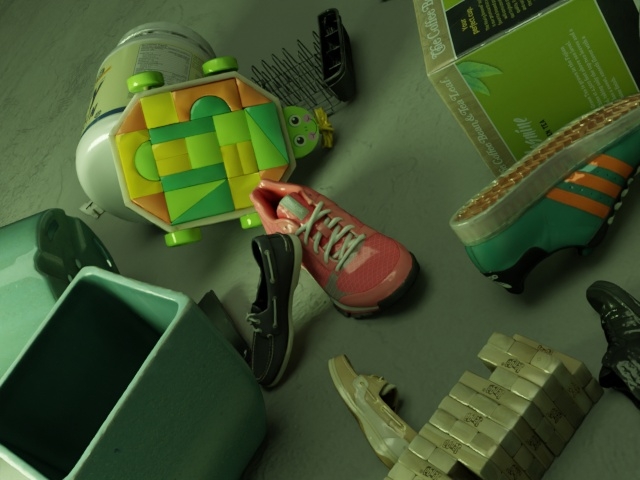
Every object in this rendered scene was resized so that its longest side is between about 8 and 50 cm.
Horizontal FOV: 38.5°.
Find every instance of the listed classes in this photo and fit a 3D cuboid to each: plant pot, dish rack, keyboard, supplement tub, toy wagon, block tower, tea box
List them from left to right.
[{"bbox_3d":[-0.494,0.130,1.416,0.334,0.341,0.341,-24,40,9],"label":"plant pot"},{"bbox_3d":[-0.214,0.215,1.111,0.247,0.252,0.248,11,62,47],"label":"plant pot"},{"bbox_3d":[-0.288,-0.213,1.612,0.235,0.235,0.324,-25,40,22],"label":"supplement tub"},{"bbox_3d":[-0.156,0.154,1.304,0.108,0.023,0.180,-52,35,7],"label":"keyboard"},{"bbox_3d":[-0.143,-0.147,1.409,0.344,0.267,0.068,-14,-2,-10],"label":"toy wagon"},{"bbox_3d":[-0.061,-0.265,1.591,0.272,0.074,0.208,-26,39,21],"label":"dish rack"},{"bbox_3d":[0.134,0.243,0.903,0.335,0.091,0.097,-51,37,-12],"label":"block tower"},{"bbox_3d":[0.304,-0.304,1.176,0.324,0.220,0.329,-24,41,22],"label":"tea box"}]

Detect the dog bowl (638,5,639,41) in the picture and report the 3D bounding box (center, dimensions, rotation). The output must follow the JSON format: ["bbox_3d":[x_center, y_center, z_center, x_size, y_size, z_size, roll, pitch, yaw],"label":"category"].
[{"bbox_3d":[0.520,-0.212,0.843,0.408,0.150,0.408,-9,75,35],"label":"dog bowl"}]

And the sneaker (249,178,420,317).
[{"bbox_3d":[-0.001,0.000,1.224,0.116,0.136,0.314,-50,38,-9],"label":"sneaker"}]

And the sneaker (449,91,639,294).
[{"bbox_3d":[0.296,-0.057,1.045,0.302,0.121,0.108,-35,13,-4],"label":"sneaker"}]

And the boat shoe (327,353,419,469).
[{"bbox_3d":[0.065,0.187,1.049,0.059,0.063,0.170,-38,47,3],"label":"boat shoe"}]

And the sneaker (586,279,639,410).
[{"bbox_3d":[0.303,0.109,0.910,0.089,0.051,0.170,-39,40,-6],"label":"sneaker"}]

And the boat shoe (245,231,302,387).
[{"bbox_3d":[-0.075,0.090,1.192,0.075,0.065,0.206,17,100,55],"label":"boat shoe"}]

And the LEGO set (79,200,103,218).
[{"bbox_3d":[-0.387,-0.142,1.755,0.227,0.087,0.093,-47,37,-4],"label":"LEGO set"}]
